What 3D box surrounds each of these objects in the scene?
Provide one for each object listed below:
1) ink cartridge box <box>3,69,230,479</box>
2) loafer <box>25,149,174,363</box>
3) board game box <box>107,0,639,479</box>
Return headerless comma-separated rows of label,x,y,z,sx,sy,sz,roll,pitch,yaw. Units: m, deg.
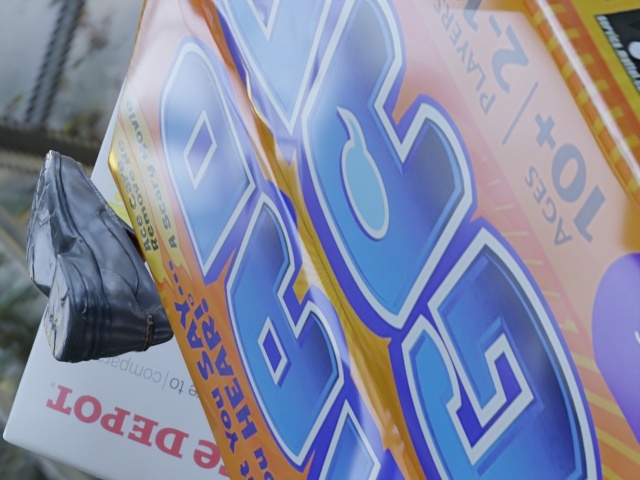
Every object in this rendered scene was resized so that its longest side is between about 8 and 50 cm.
ink cartridge box,0.000,0.000,1.105,0.160,0.279,0.385,25,-98,-65
loafer,-0.127,0.009,0.961,0.061,0.170,0.062,5,-53,-22
board game box,0.160,-0.022,0.673,0.356,0.357,0.356,-11,-30,-23
